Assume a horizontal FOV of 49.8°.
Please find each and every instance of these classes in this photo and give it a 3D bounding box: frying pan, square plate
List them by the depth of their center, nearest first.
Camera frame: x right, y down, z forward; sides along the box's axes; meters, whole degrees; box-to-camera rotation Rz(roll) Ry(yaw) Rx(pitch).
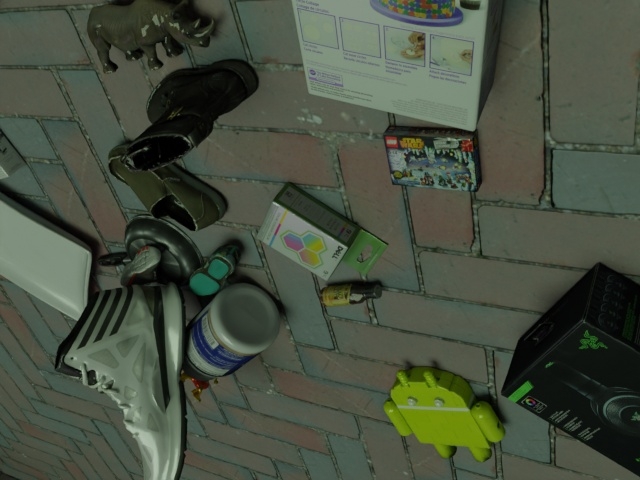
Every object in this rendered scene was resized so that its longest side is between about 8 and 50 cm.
[{"bbox_3d":[-0.405,0.021,1.521,0.326,0.053,0.197,9,133,22],"label":"frying pan"},{"bbox_3d":[-0.714,0.031,1.728,0.347,0.049,0.344,30,140,4],"label":"square plate"}]

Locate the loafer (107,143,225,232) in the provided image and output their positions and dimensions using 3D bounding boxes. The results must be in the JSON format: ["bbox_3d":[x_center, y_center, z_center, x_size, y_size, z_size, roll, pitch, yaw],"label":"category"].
[{"bbox_3d":[-0.303,-0.097,1.302,0.251,0.087,0.094,28,139,7],"label":"loafer"}]

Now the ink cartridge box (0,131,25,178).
[{"bbox_3d":[-0.728,-0.201,1.502,0.099,0.056,0.135,-7,126,38],"label":"ink cartridge box"}]

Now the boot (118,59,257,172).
[{"bbox_3d":[-0.235,-0.182,1.064,0.263,0.229,0.091,-12,122,40],"label":"boot"}]

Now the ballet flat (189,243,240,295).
[{"bbox_3d":[-0.212,0.059,1.416,0.070,0.070,0.188,42,143,-10],"label":"ballet flat"}]

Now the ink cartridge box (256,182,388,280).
[{"bbox_3d":[0.000,0.000,1.219,0.209,0.062,0.109,32,139,1],"label":"ink cartridge box"}]

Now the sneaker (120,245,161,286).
[{"bbox_3d":[-0.368,0.060,1.469,0.065,0.061,0.158,23,146,-31],"label":"sneaker"}]

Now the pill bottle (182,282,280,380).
[{"bbox_3d":[-0.209,0.207,1.491,0.153,0.153,0.265,40,140,-8],"label":"pill bottle"}]

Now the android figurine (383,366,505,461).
[{"bbox_3d":[0.247,0.355,1.415,0.248,0.056,0.273,-6,128,37],"label":"android figurine"}]

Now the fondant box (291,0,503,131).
[{"bbox_3d":[0.087,-0.294,0.798,0.238,0.096,0.330,17,151,18],"label":"fondant box"}]

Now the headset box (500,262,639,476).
[{"bbox_3d":[0.456,0.201,1.066,0.283,0.131,0.246,31,139,4],"label":"headset box"}]

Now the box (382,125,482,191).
[{"bbox_3d":[0.166,-0.121,1.019,0.137,0.027,0.094,7,132,28],"label":"box"}]

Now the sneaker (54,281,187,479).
[{"bbox_3d":[-0.419,0.313,1.442,0.258,0.447,0.169,0,178,-22],"label":"sneaker"}]

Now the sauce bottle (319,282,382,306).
[{"bbox_3d":[0.057,0.100,1.299,0.128,0.042,0.042,-12,122,38],"label":"sauce bottle"}]

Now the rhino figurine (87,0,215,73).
[{"bbox_3d":[-0.263,-0.324,1.066,0.243,0.073,0.106,3,134,29],"label":"rhino figurine"}]

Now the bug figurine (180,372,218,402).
[{"bbox_3d":[-0.367,0.256,1.659,0.279,0.072,0.216,53,165,-23],"label":"bug figurine"}]
